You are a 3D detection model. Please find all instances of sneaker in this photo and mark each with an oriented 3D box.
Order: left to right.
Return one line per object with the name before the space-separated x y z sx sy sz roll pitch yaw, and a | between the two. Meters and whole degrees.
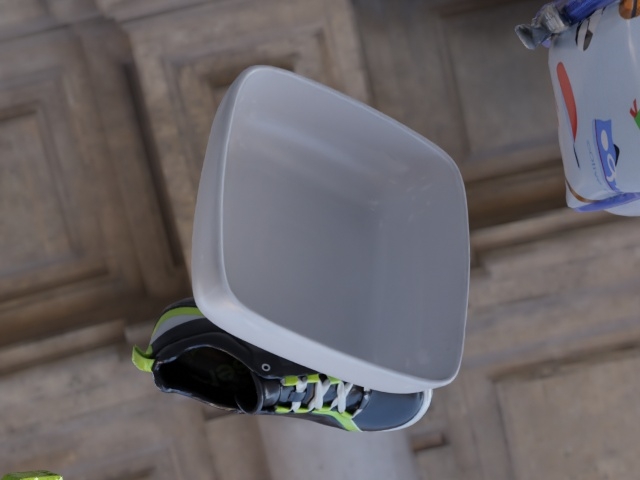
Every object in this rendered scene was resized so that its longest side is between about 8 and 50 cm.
sneaker | -0.030 0.116 1.167 0.234 0.084 0.097 12 -154 1

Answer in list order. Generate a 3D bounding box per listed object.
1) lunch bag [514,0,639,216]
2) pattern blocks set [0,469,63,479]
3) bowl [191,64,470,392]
lunch bag | 0.230 -0.083 0.578 0.303 0.115 0.243 -10 -179 -1
pattern blocks set | -0.245 0.312 1.127 0.026 0.286 0.325 13 176 32
bowl | 0.000 0.000 0.708 0.142 0.142 0.053 24 144 -27
